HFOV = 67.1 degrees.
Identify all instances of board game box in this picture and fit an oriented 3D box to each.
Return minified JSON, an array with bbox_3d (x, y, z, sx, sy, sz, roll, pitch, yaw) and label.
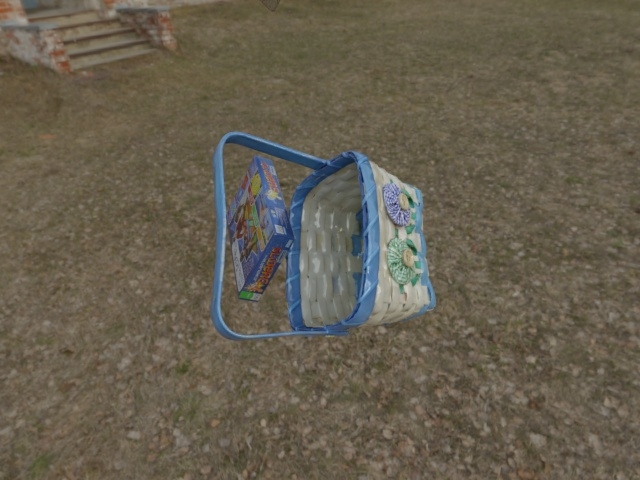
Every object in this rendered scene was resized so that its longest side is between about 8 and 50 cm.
[{"bbox_3d":[-0.102,-0.023,0.763,0.035,0.136,0.201,14,37,-28],"label":"board game box"}]

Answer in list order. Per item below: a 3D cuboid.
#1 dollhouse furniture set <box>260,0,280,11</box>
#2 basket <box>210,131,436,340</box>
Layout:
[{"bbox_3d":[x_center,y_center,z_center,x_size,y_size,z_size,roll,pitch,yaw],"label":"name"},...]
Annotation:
[{"bbox_3d":[-0.057,-0.589,1.018,0.197,0.151,0.301,44,40,2],"label":"dollhouse furniture set"},{"bbox_3d":[0.000,0.000,0.626,0.288,0.255,0.201,6,-20,-27],"label":"basket"}]
